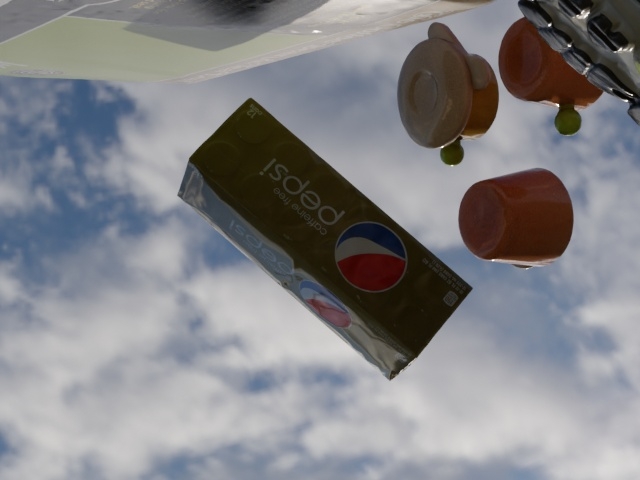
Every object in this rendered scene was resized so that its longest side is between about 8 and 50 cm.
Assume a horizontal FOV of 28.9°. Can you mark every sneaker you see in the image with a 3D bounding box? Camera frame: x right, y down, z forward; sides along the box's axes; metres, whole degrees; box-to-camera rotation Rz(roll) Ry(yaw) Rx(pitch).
[{"bbox_3d":[0.234,-0.095,0.668,0.279,0.107,0.118,44,-94,-7],"label":"sneaker"}]

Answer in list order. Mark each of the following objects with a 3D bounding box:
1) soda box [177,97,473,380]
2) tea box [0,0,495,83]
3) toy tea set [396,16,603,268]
[{"bbox_3d":[0.000,0.000,0.763,0.061,0.181,0.058,-48,-5,-25],"label":"soda box"},{"bbox_3d":[-0.130,-0.218,0.692,0.323,0.220,0.329,-1,-2,-38],"label":"tea box"},{"bbox_3d":[0.165,-0.147,0.933,0.124,0.200,0.336,-4,-65,-34],"label":"toy tea set"}]
